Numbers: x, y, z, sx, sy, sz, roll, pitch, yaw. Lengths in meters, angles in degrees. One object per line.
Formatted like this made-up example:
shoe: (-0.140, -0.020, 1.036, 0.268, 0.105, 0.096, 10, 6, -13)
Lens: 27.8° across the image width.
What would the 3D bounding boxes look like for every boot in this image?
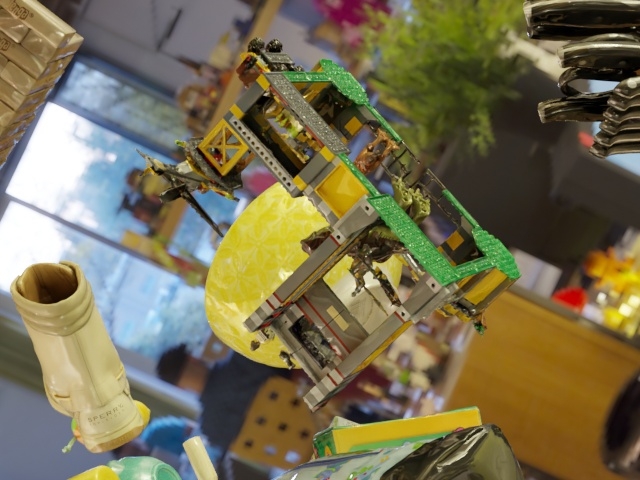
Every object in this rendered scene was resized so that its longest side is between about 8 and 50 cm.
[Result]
boot: (-0.297, 0.112, 1.508, 0.095, 0.204, 0.262, -24, 22, -13)

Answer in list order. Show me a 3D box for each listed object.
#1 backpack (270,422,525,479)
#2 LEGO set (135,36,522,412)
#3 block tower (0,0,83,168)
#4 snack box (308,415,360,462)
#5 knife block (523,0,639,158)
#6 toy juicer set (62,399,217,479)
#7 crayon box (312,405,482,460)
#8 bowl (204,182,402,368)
backpack: (0.020, 0.314, 1.103, 0.273, 0.290, 0.355, -22, 8, -28)
LEGO set: (0.000, 0.000, 1.165, 0.192, 0.331, 0.255, -45, -4, 22)
block tower: (-0.338, -0.079, 1.154, 0.335, 0.091, 0.097, -53, 5, 14)
snack box: (0.064, 0.306, 1.761, 0.037, 0.141, 0.100, -89, 23, -59)
knife block: (0.278, -0.153, 0.884, 0.275, 0.242, 0.088, -42, -18, -22)
toy juicer set: (-0.259, 0.345, 1.909, 0.089, 0.329, 0.209, -35, 50, 22)
crayon box: (0.102, 0.320, 1.323, 0.081, 0.165, 0.279, 135, 128, -66)
bowl: (0.011, 0.063, 1.674, 0.156, 0.289, 0.290, 39, 109, 38)
